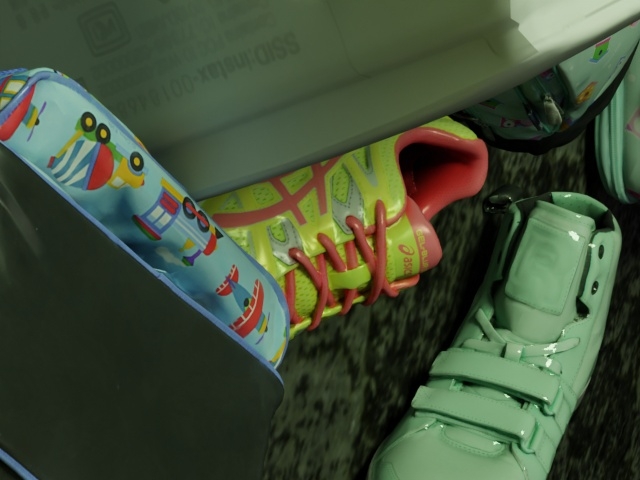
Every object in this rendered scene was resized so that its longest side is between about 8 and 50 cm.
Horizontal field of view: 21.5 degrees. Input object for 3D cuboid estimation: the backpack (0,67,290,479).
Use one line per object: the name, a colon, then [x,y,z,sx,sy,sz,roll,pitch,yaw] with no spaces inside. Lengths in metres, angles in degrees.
backpack: [-0.115,0.040,0.450,0.158,0.173,0.117,43,49,-40]

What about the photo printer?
photo printer: [0.035,-0.106,0.545,0.307,0.256,0.107,-31,101,-48]

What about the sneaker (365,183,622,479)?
sneaker: [0.094,0.060,0.907,0.256,0.094,0.151,-47,148,-57]

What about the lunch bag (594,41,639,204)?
lunch bag: [0.261,-0.163,1.085,0.224,0.108,0.279,-35,131,-43]

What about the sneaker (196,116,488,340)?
sneaker: [0.000,0.000,0.709,0.208,0.094,0.081,-50,145,-35]

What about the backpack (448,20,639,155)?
backpack: [0.096,-0.129,0.792,0.182,0.115,0.152,40,67,-65]
